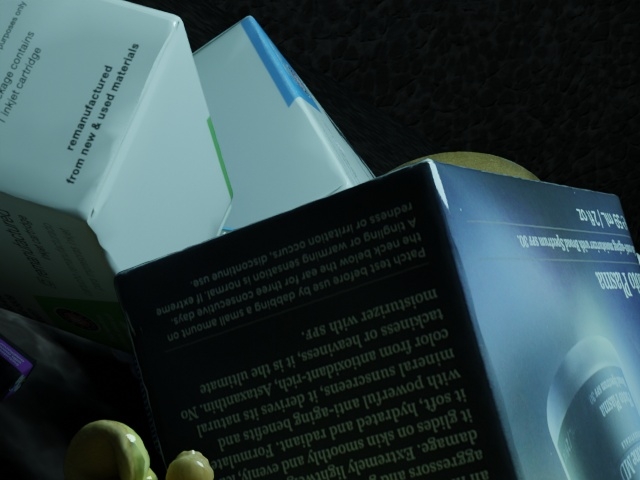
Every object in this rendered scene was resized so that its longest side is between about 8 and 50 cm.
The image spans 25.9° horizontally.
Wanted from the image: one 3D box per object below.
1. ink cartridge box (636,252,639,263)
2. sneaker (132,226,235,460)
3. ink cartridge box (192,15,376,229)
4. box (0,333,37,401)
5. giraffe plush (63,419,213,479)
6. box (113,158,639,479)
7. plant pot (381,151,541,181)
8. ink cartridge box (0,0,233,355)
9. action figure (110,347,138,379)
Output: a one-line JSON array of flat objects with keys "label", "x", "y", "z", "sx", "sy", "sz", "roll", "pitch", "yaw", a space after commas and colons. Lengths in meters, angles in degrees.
[{"label": "ink cartridge box", "x": 0.208, "y": 0.176, "z": 0.997, "sx": 0.197, "sy": 0.270, "sz": 0.198, "roll": 39, "pitch": 13, "yaw": 4}, {"label": "sneaker", "x": 0.009, "y": 0.092, "z": 0.932, "sx": 0.341, "sy": 0.125, "sz": 0.139, "roll": 11, "pitch": 63, "yaw": -41}, {"label": "ink cartridge box", "x": 0.000, "y": 0.000, "z": 1.152, "sx": 0.307, "sy": 0.129, "sz": 0.223, "roll": 49, "pitch": 9, "yaw": -48}, {"label": "box", "x": -0.236, "y": 0.062, "z": 0.769, "sx": 0.116, "sy": 0.029, "sz": 0.162, "roll": 37, "pitch": 14, "yaw": 2}, {"label": "giraffe plush", "x": -0.069, "y": 0.171, "z": 0.499, "sx": 0.181, "sy": 0.170, "sz": 0.210, "roll": 31, "pitch": 14, "yaw": -25}, {"label": "box", "x": 0.080, "y": 0.131, "z": 0.710, "sx": 0.296, "sy": 0.183, "sz": 0.294, "roll": 1, "pitch": 72, "yaw": -62}, {"label": "plant pot", "x": 0.144, "y": 0.080, "z": 1.343, "sx": 0.237, "sy": 0.237, "sz": 0.254, "roll": 31, "pitch": 27, "yaw": -24}, {"label": "ink cartridge box", "x": -0.203, "y": -0.057, "z": 0.728, "sx": 0.278, "sy": 0.117, "sz": 0.201, "roll": 18, "pitch": -21, "yaw": 11}, {"label": "action figure", "x": -0.077, "y": 0.104, "z": 0.964, "sx": 0.232, "sy": 0.063, "sz": 0.137, "roll": 39, "pitch": 14, "yaw": -8}]
